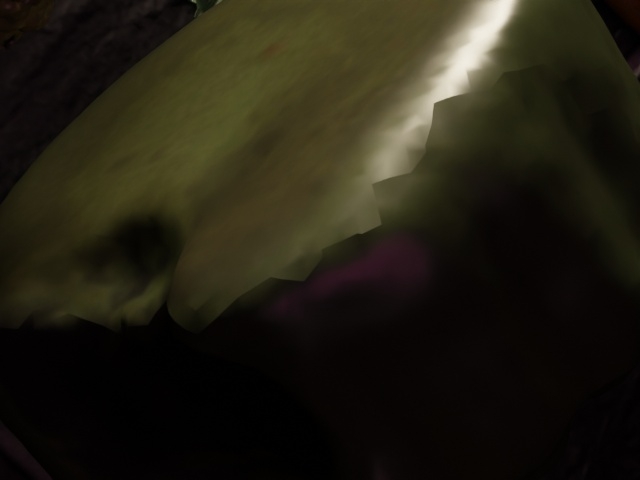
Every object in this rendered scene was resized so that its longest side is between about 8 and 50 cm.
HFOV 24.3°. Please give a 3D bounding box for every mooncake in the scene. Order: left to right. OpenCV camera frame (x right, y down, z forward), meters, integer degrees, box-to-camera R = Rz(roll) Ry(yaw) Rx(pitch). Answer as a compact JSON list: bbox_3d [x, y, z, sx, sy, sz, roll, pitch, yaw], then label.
[{"bbox_3d":[0.000,0.000,0.733,0.351,0.351,0.187,-47,115,-16],"label":"mooncake"}]

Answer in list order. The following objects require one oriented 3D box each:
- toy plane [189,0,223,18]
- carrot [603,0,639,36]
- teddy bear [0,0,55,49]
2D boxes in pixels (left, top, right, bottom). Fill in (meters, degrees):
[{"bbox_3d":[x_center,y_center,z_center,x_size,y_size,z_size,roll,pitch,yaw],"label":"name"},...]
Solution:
[{"bbox_3d":[-0.053,-0.135,0.864,0.080,0.033,0.083,28,81,-39],"label":"toy plane"},{"bbox_3d":[0.255,-0.134,1.002,0.186,0.060,0.060,42,76,-17],"label":"carrot"},{"bbox_3d":[-0.273,-0.135,0.693,0.256,0.156,0.267,34,108,-28],"label":"teddy bear"}]
